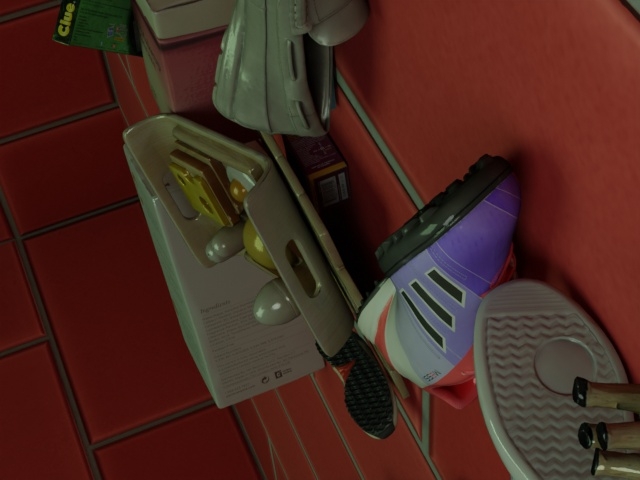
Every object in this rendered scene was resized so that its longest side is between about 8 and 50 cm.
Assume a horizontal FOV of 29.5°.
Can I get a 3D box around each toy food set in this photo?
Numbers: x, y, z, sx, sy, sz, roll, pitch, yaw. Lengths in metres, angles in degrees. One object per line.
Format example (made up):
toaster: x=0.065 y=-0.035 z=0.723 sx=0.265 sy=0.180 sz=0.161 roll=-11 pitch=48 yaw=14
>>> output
toy food set: x=-0.100 y=-0.008 z=1.341 sx=0.306 sy=0.092 sz=0.219 roll=28 pitch=152 yaw=52

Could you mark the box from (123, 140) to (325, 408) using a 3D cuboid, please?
box: x=-0.137 y=0.023 z=1.728 sx=0.215 sy=0.168 sz=0.345 roll=-129 pitch=22 yaw=-59

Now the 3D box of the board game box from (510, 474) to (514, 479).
board game box: x=0.176 y=0.188 z=0.915 sx=0.103 sy=0.026 sz=0.154 roll=-126 pitch=20 yaw=-54

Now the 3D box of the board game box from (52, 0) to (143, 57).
board game box: x=-0.223 y=-0.289 z=1.458 sx=0.260 sy=0.030 sz=0.136 roll=-6 pitch=-64 yaw=-68

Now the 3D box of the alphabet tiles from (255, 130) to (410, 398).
alphabet tiles: x=0.000 y=0.000 z=1.295 sx=0.342 sy=0.011 sz=0.285 roll=60 pitch=177 yaw=39

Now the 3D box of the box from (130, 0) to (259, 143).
box: x=-0.139 y=-0.233 z=1.415 sx=0.232 sy=0.127 sz=0.148 roll=83 pitch=163 yaw=-49

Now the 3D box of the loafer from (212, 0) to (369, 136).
loafer: x=-0.011 y=-0.206 z=0.971 sx=0.319 sy=0.111 sz=0.112 roll=105 pitch=-173 yaw=-54

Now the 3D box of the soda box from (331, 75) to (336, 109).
soda box: x=-0.028 y=-0.196 z=1.126 sx=0.183 sy=0.063 sz=0.058 roll=85 pitch=162 yaw=-49

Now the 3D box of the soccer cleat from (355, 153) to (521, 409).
soccer cleat: x=0.103 y=0.039 z=0.868 sx=0.116 sy=0.109 sz=0.318 roll=49 pitch=163 yaw=11

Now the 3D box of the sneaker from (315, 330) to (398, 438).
sneaker: x=0.055 y=0.158 z=1.345 sx=0.075 sy=0.057 sz=0.161 roll=37 pitch=-165 yaw=-46

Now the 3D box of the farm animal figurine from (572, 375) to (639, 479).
farm animal figurine: x=0.205 y=0.226 z=0.488 sx=0.327 sy=0.172 sz=0.330 roll=-75 pitch=-15 yaw=-82

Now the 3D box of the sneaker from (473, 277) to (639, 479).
sneaker: x=0.159 y=0.158 z=0.783 sx=0.151 sy=0.094 sz=0.256 roll=93 pitch=156 yaw=-69

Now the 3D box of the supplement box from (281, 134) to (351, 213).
supplement box: x=-0.004 y=-0.078 z=1.259 sx=0.055 sy=0.043 sz=0.083 roll=79 pitch=165 yaw=-50
